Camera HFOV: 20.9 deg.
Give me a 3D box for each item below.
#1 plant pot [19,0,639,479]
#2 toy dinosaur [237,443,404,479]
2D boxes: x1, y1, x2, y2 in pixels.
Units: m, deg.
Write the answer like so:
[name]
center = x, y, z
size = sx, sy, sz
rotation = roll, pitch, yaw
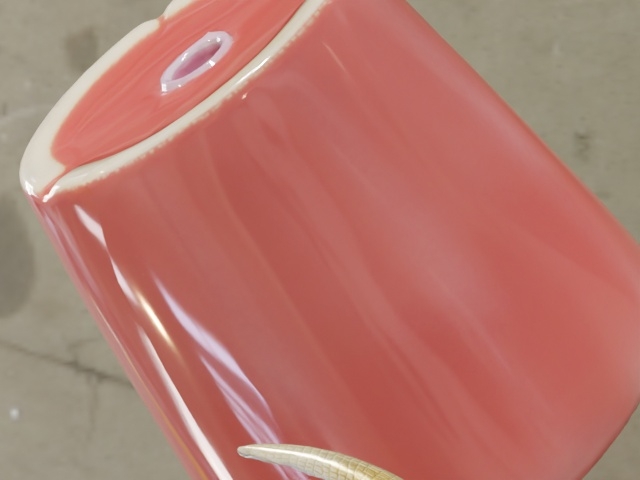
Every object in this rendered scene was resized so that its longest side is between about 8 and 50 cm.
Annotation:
[plant pot]
center = 0.000, 0.000, 0.867
size = 0.275, 0.275, 0.243
rotation = -13, 123, 43
[toy dinosaur]
center = 0.068, 0.098, 0.366
size = 0.183, 0.093, 0.053
rotation = 57, 151, 5
